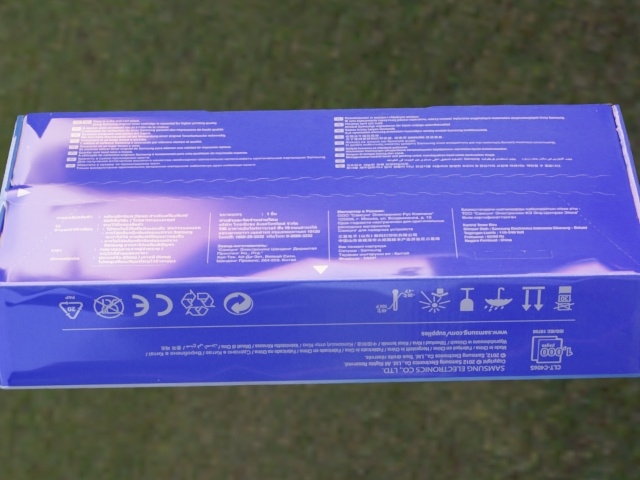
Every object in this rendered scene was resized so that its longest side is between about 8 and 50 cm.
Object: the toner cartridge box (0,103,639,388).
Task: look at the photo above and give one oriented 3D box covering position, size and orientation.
[{"bbox_3d":[0.000,0.000,1.053,0.165,0.348,0.075,-90,-1,-54],"label":"toner cartridge box"}]
